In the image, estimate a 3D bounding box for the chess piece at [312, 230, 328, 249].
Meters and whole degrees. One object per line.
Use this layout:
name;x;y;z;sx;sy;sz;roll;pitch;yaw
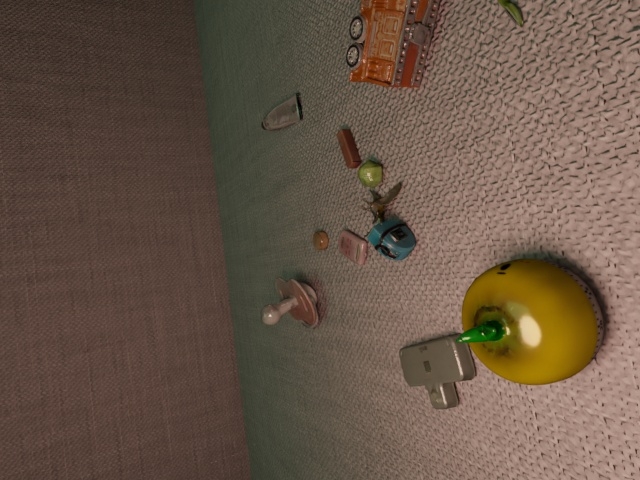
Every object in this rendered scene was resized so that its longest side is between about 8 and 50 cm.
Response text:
chess piece;0.000;0.000;1.756;0.084;0.038;0.083;11;103;58

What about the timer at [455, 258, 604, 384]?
timer;0.396;0.173;0.842;0.285;0.285;0.285;18;111;59

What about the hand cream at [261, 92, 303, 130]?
hand cream;-0.185;-0.596;1.961;0.336;0.076;0.121;-4;97;55

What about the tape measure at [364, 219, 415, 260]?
tape measure;0.223;0.001;1.259;0.125;0.146;0.081;49;137;22

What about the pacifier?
pacifier;-0.137;0.287;1.882;0.332;0.273;0.220;-3;76;60

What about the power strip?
power strip;0.341;0.389;1.195;0.265;0.059;0.193;-41;56;56

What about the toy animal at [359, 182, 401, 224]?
toy animal;0.180;-0.124;1.353;0.155;0.095;0.219;54;138;35

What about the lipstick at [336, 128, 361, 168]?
lipstick;0.103;-0.336;1.498;0.045;0.045;0.145;-45;57;56

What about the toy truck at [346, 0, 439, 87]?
toy truck;0.215;-0.624;1.125;0.207;0.173;0.387;40;132;43

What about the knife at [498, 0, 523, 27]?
knife;0.412;-0.551;0.930;0.026;0.022;0.184;75;174;-66

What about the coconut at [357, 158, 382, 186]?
coconut;0.167;-0.225;1.371;0.088;0.088;0.096;-2;99;61

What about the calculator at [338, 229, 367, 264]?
calculator;0.123;0.025;1.546;0.175;0.032;0.100;35;124;53
